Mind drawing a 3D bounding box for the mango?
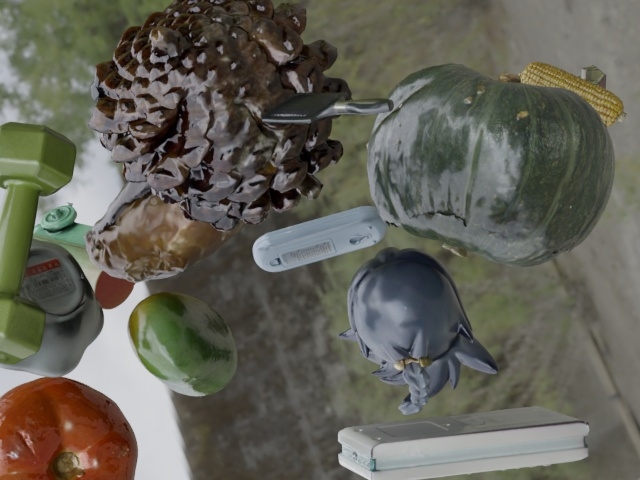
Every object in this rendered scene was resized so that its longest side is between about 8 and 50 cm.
[{"bbox_3d":[-0.189,0.138,1.801,0.156,0.114,0.251,54,-171,8],"label":"mango"}]

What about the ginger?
[{"bbox_3d":[-0.209,-0.040,1.928,0.165,0.321,0.172,48,-162,-27],"label":"ginger"}]

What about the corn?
[{"bbox_3d":[0.454,-0.263,2.458,0.207,0.068,0.068,27,172,15],"label":"corn"}]

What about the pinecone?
[{"bbox_3d":[-0.109,-0.156,1.649,0.296,0.298,0.242,47,170,-18],"label":"pinecone"}]

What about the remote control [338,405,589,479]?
[{"bbox_3d":[0.168,0.240,1.596,0.103,0.277,0.055,-173,80,-69],"label":"remote control"}]

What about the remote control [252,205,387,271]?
[{"bbox_3d":[0.000,0.000,2.412,0.087,0.244,0.047,69,-174,-49],"label":"remote control"}]

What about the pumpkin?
[{"bbox_3d":[0.226,-0.101,1.868,0.291,0.257,0.327,10,-174,-46],"label":"pumpkin"}]

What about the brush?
[{"bbox_3d":[0.012,-0.140,1.422,0.193,0.063,0.016,8,131,50],"label":"brush"}]

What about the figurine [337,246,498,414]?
[{"bbox_3d":[0.137,0.133,1.985,0.265,0.175,0.197,56,172,-30],"label":"figurine"}]

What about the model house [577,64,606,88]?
[{"bbox_3d":[0.548,-0.311,2.734,0.057,0.058,0.083,-112,19,-69],"label":"model house"}]

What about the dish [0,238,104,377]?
[{"bbox_3d":[-0.379,0.069,1.834,0.229,0.081,0.229,22,-131,-27],"label":"dish"}]

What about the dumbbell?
[{"bbox_3d":[-0.386,0.003,1.710,0.121,0.108,0.302,-27,51,57],"label":"dumbbell"}]

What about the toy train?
[{"bbox_3d":[-0.414,0.037,2.326,0.285,0.177,0.116,13,136,36],"label":"toy train"}]

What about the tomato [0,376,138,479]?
[{"bbox_3d":[-0.386,0.313,1.906,0.180,0.260,0.260,-13,104,52],"label":"tomato"}]
